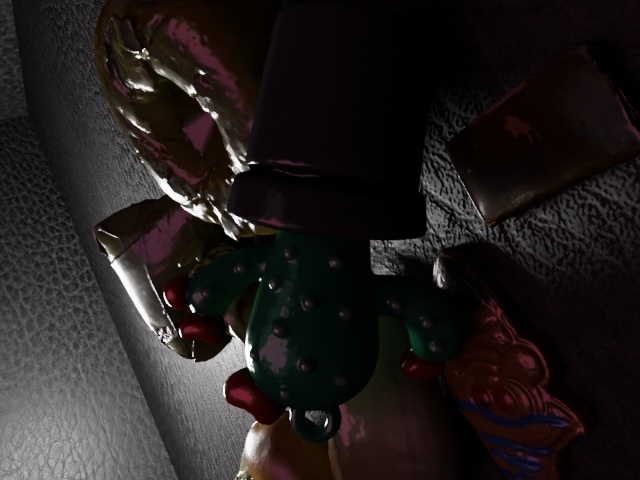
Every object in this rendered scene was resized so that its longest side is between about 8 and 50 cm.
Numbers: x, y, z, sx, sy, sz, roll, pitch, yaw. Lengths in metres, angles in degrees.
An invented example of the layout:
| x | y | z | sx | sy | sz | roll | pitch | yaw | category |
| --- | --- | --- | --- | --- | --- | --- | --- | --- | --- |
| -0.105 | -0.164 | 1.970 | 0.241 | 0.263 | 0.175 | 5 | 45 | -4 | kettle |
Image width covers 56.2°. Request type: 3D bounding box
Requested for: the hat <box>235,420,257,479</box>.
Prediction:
| x | y | z | sx | sy | sz | roll | pitch | yaw | category |
| --- | --- | --- | --- | --- | --- | --- | --- | --- | --- |
| -0.106 | 0.536 | 1.306 | 0.244 | 0.149 | 0.214 | -62 | 18 | 12 | hat |

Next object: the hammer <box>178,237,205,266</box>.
| x | y | z | sx | sy | sz | roll | pitch | yaw | category |
| --- | --- | --- | --- | --- | --- | --- | --- | --- | --- |
| -0.196 | 0.082 | 1.095 | 0.028 | 0.060 | 0.195 | 2 | 137 | 31 | hammer |

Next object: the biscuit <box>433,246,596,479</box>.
| x | y | z | sx | sy | sz | roll | pitch | yaw | category |
| --- | --- | --- | --- | --- | --- | --- | --- | --- | --- |
| 0.179 | 0.138 | 0.605 | 0.183 | 0.043 | 0.280 | -26 | 87 | 59 | biscuit |

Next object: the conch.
| x | y | z | sx | sy | sz | roll | pitch | yaw | category |
| --- | --- | --- | --- | --- | --- | --- | --- | --- | --- |
| -0.134 | 0.087 | 1.015 | 0.187 | 0.124 | 0.181 | -30 | 91 | 31 | conch |

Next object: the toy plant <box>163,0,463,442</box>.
| x | y | z | sx | sy | sz | roll | pitch | yaw | category |
| --- | --- | --- | --- | --- | --- | --- | --- | --- | --- |
| 0.013 | 0.002 | 0.566 | 0.185 | 0.279 | 0.400 | -161 | 78 | -68 | toy plant |

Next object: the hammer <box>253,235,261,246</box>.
| x | y | z | sx | sy | sz | roll | pitch | yaw | category |
| --- | --- | --- | --- | --- | --- | --- | --- | --- | --- |
| -0.115 | -0.070 | 1.006 | 0.062 | 0.017 | 0.182 | 30 | 134 | 50 | hammer |

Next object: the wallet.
| x | y | z | sx | sy | sz | roll | pitch | yaw | category |
| --- | --- | --- | --- | --- | --- | --- | --- | --- | --- |
| 0.174 | -0.079 | 0.484 | 0.095 | 0.026 | 0.176 | 61 | 153 | 6 | wallet |

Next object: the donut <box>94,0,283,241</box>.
| x | y | z | sx | sy | sz | roll | pitch | yaw | category |
| --- | --- | --- | --- | --- | --- | --- | --- | --- | --- |
| -0.131 | -0.174 | 0.757 | 0.360 | 0.170 | 0.360 | 31 | 145 | 25 | donut |

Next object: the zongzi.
| x | y | z | sx | sy | sz | roll | pitch | yaw | category |
| --- | --- | --- | --- | --- | --- | --- | --- | --- | --- |
| -0.222 | 0.058 | 1.168 | 0.393 | 0.174 | 0.356 | -19 | 106 | 36 | zongzi |

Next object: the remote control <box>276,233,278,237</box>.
| x | y | z | sx | sy | sz | roll | pitch | yaw | category |
| --- | --- | --- | --- | --- | --- | --- | --- | --- | --- |
| -0.053 | 0.018 | 0.952 | 0.039 | 0.014 | 0.096 | 16 | 120 | 56 | remote control |

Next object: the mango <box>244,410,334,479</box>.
| x | y | z | sx | sy | sz | roll | pitch | yaw | category |
| --- | --- | --- | --- | --- | --- | --- | --- | --- | --- |
| -0.028 | 0.399 | 1.021 | 0.254 | 0.139 | 0.175 | 38 | 150 | 34 | mango |

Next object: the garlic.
| x | y | z | sx | sy | sz | roll | pitch | yaw | category |
| --- | --- | --- | --- | --- | --- | --- | --- | --- | --- |
| 0.062 | 0.179 | 0.723 | 0.196 | 0.151 | 0.338 | -123 | 17 | -80 | garlic |
